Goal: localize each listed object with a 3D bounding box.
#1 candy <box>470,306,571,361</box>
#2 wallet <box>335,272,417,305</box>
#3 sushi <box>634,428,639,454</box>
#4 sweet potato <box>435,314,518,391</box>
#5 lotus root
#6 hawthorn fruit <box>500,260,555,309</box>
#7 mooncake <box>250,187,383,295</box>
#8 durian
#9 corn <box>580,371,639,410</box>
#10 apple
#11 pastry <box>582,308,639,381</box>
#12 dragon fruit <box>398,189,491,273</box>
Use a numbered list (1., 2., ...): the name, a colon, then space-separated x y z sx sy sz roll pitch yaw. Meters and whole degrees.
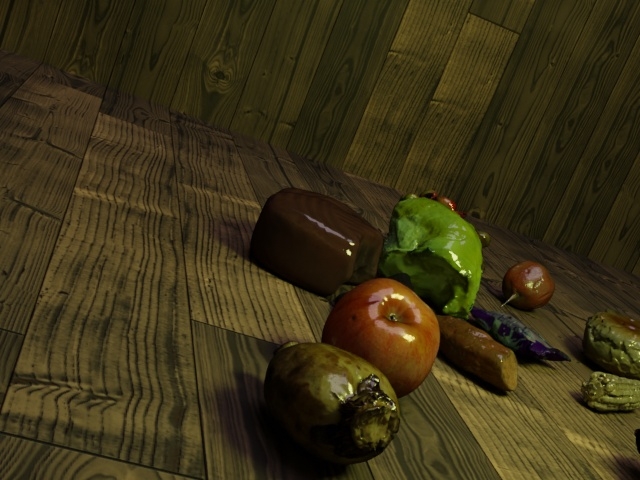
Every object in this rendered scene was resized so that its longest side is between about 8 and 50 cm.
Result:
1. candy: 0.473 0.226 2.085 0.145 0.070 0.275 21 8 -34
2. wallet: 0.116 0.148 1.718 0.170 0.044 0.321 -21 15 4
3. sushi: 0.740 0.409 1.522 0.348 0.207 0.234 20 52 7
4. sweet potato: 0.311 0.222 1.794 0.097 0.097 0.252 8 21 -46
5. lotus root: 0.010 0.222 1.220 0.169 0.141 0.314 18 5 -27
6. hawthorn fruit: 0.592 0.131 2.480 0.149 0.149 0.189 27 13 17
7. mooncake: 0.000 0.000 1.999 0.326 0.174 0.334 15 14 -37
8. durian: 0.281 0.020 2.180 0.256 0.204 0.339 11 49 7
9. corn: 0.654 0.341 1.919 0.211 0.087 0.087 18 12 -43
10. apple: 0.105 0.165 1.461 0.209 0.164 0.209 11 40 -9
11. pastry: 0.812 0.288 2.218 0.330 0.136 0.329 17 11 -3
12. dragon fruit: 0.332 -0.013 2.454 0.243 0.227 0.307 38 17 35
